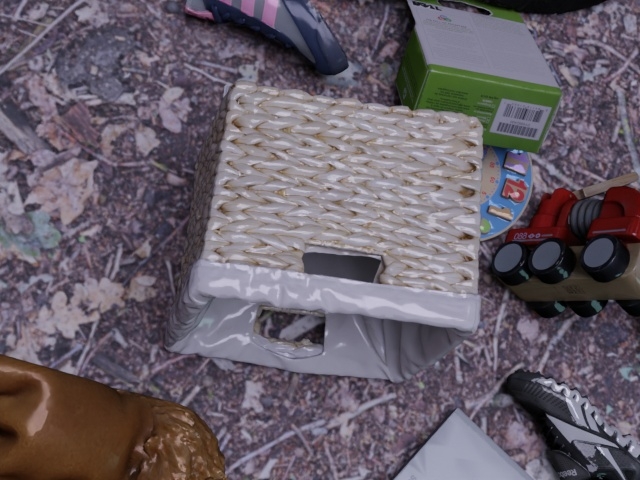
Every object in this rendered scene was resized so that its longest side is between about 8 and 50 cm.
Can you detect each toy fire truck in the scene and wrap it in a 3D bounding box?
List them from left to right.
[{"bbox_3d":[0.374,-0.022,1.850,0.158,0.217,0.246,39,61,-35],"label":"toy fire truck"}]

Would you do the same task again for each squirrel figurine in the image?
[{"bbox_3d":[-0.299,0.335,1.530,0.397,0.281,0.370,16,80,-8],"label":"squirrel figurine"}]

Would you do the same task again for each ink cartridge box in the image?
[{"bbox_3d":[0.201,-0.239,1.895,0.188,0.097,0.255,9,34,-14],"label":"ink cartridge box"}]

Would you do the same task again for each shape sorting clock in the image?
[{"bbox_3d":[0.193,-0.097,1.894,0.206,0.040,0.206,4,76,-16],"label":"shape sorting clock"}]

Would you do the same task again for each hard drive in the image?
[{"bbox_3d":[0.220,0.390,1.763,0.307,0.040,0.203,44,66,4],"label":"hard drive"}]

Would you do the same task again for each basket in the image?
[{"bbox_3d":[0.000,0.000,1.654,0.328,0.331,0.266,8,74,-10],"label":"basket"}]

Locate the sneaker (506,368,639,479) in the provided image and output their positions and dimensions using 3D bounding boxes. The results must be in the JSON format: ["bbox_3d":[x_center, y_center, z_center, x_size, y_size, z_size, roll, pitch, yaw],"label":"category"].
[{"bbox_3d":[0.331,0.265,1.829,0.234,0.078,0.106,37,67,-8],"label":"sneaker"}]

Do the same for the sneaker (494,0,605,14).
[{"bbox_3d":[0.242,-0.472,1.931,0.447,0.169,0.257,2,69,-24],"label":"sneaker"}]

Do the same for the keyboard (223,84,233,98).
[{"bbox_3d":[-0.005,-0.155,1.851,0.256,0.014,0.072,8,75,-9],"label":"keyboard"}]

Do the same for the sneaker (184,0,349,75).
[{"bbox_3d":[-0.103,-0.314,1.837,0.131,0.112,0.319,-44,89,-4],"label":"sneaker"}]
